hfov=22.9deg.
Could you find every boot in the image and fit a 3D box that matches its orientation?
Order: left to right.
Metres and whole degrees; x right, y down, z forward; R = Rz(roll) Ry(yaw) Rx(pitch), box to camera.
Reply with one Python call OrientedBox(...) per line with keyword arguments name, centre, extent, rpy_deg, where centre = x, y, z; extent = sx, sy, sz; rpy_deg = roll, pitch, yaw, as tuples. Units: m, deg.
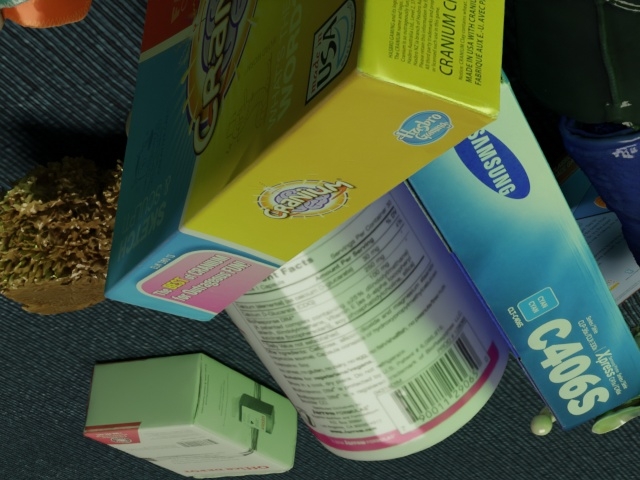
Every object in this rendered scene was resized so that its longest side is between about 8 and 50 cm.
OrientedBox(name="boot", centre=(0.215, -0.140, 0.867), extent=(0.247, 0.094, 0.207), rpy_deg=(3, 156, 21))

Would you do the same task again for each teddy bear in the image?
OrientedBox(name="teddy bear", centre=(-0.092, -0.027, 1.241), extent=(0.338, 0.113, 0.245), rpy_deg=(-14, 160, 23))

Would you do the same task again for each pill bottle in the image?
OrientedBox(name="pill bottle", centre=(0.000, 0.000, 1.062), extent=(0.160, 0.160, 0.283), rpy_deg=(-11, 126, 34))

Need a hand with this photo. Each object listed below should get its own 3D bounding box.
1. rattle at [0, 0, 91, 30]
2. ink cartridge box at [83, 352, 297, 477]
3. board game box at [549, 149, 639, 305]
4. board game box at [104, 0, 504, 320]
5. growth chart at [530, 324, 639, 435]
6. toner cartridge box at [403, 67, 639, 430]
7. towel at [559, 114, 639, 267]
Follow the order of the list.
OrientedBox(name="rattle", centre=(-0.250, -0.125, 0.949), extent=(0.200, 0.142, 0.130), rpy_deg=(17, 133, -10))
OrientedBox(name="ink cartridge box", centre=(-0.147, 0.209, 1.851), extent=(0.159, 0.092, 0.218), rpy_deg=(-8, 154, 28))
OrientedBox(name="board game box", centre=(0.234, -0.035, 1.160), extent=(0.145, 0.027, 0.281), rpy_deg=(12, 146, -23))
OrientedBox(name="board game box", centre=(-0.013, -0.117, 0.773), extent=(0.064, 0.242, 0.316), rpy_deg=(14, 156, -21))
OrientedBox(name="growth chart", centre=(0.256, 0.085, 1.093), extent=(0.237, 0.021, 0.172), rpy_deg=(-16, -164, 42))
OrientedBox(name="toner cartridge box", centre=(0.106, -0.033, 0.978), extent=(0.075, 0.165, 0.348), rpy_deg=(-29, 141, 7))
OrientedBox(name="towel", centre=(0.314, -0.029, 1.076), extent=(0.228, 0.076, 0.308), rpy_deg=(-2, 152, 27))
